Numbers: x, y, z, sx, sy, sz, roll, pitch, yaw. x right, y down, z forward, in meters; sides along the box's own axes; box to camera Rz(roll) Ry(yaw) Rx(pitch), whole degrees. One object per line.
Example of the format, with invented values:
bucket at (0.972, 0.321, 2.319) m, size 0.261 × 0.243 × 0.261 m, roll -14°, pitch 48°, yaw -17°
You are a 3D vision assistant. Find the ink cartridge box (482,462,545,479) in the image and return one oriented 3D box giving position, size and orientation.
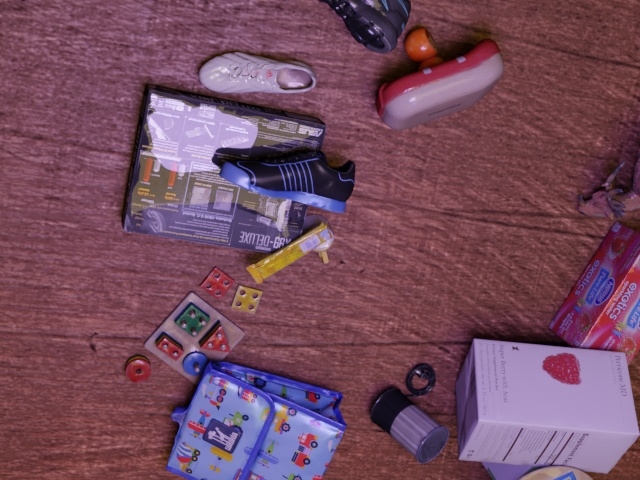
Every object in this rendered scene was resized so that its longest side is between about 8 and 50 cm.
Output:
ink cartridge box at (0.436, 0.497, 1.895) m, size 0.092 × 0.160 × 0.219 m, roll -44°, pitch 112°, yaw 6°

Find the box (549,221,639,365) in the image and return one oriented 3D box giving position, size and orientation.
box at (0.584, 0.111, 1.825) m, size 0.128 × 0.122 × 0.256 m, roll 27°, pitch 99°, yaw -22°

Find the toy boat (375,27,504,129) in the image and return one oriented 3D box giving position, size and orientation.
toy boat at (0.194, -0.295, 1.603) m, size 0.231 × 0.151 × 0.151 m, roll -20°, pitch 82°, yaw -7°

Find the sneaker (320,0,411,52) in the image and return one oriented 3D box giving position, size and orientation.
sneaker at (0.042, -0.431, 1.542) m, size 0.267 × 0.101 × 0.106 m, roll 43°, pitch 72°, yaw -21°

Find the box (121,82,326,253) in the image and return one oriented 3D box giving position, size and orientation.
box at (-0.164, -0.115, 1.588) m, size 0.308 × 0.076 × 0.242 m, roll 8°, pitch 106°, yaw -17°

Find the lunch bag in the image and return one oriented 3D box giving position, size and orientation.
lunch bag at (-0.131, 0.354, 1.715) m, size 0.293 × 0.138 × 0.221 m, roll 21°, pitch 105°, yaw -9°

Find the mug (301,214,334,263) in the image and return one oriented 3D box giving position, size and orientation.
mug at (0.001, -0.004, 1.673) m, size 0.078 × 0.064 × 0.062 m, roll 40°, pitch 94°, yaw -22°

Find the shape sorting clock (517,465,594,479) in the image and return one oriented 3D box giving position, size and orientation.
shape sorting clock at (0.435, 0.513, 1.790) m, size 0.206 × 0.040 × 0.206 m, roll -5°, pitch 116°, yaw -11°

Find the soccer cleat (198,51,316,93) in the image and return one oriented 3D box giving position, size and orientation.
soccer cleat at (-0.102, -0.275, 1.551) m, size 0.196 × 0.076 × 0.068 m, roll -1°, pitch 108°, yaw -13°

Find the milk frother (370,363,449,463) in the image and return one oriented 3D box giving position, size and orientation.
milk frother at (0.195, 0.328, 1.792) m, size 0.129 × 0.135 × 0.143 m, roll 8°, pitch 111°, yaw -49°

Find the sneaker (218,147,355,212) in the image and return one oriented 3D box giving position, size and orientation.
sneaker at (-0.050, -0.114, 1.536) m, size 0.232 × 0.081 × 0.090 m, roll 12°, pitch 101°, yaw -26°

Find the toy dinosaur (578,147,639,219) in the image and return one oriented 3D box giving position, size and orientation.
toy dinosaur at (0.615, -0.136, 1.715) m, size 0.200 × 0.127 × 0.295 m, roll 14°, pitch 115°, yaw -12°

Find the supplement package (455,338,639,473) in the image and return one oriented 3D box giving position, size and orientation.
supplement package at (0.417, 0.311, 1.757) m, size 0.293 × 0.177 × 0.175 m, roll 5°, pitch 142°, yaw -3°

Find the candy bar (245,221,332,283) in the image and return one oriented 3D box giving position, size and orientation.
candy bar at (-0.050, 0.020, 1.611) m, size 0.161 × 0.018 × 0.040 m, roll -32°, pitch 117°, yaw -3°

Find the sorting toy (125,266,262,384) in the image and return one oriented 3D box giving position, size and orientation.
sorting toy at (-0.219, 0.177, 1.688) m, size 0.132 × 0.046 × 0.274 m, roll 41°, pitch 94°, yaw -22°
